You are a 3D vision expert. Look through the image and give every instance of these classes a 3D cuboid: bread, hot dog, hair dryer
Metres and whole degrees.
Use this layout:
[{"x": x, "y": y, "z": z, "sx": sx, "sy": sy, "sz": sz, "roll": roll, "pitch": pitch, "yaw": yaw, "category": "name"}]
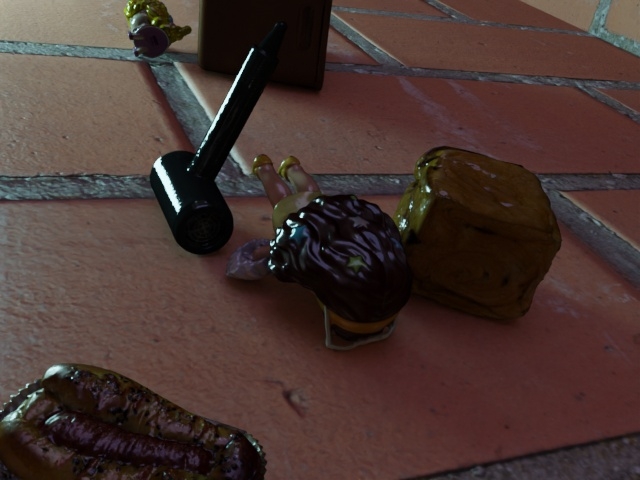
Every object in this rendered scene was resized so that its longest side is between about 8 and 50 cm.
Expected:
[{"x": 0.159, "y": -0.009, "z": 0.742, "sx": 0.158, "sy": 0.149, "sz": 0.143, "roll": 12, "pitch": 34, "yaw": -1, "category": "bread"}, {"x": -0.129, "y": 0.145, "z": 0.472, "sx": 0.191, "sy": 0.059, "sz": 0.108, "roll": 19, "pitch": 36, "yaw": 8, "category": "hot dog"}, {"x": -0.098, "y": -0.114, "z": 0.729, "sx": 0.070, "sy": 0.255, "sz": 0.128, "roll": 16, "pitch": 27, "yaw": -35, "category": "hair dryer"}]

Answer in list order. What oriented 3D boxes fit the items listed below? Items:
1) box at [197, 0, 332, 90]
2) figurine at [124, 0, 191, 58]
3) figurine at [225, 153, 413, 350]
[{"x": -0.103, "y": -0.457, "z": 1.303, "sx": 0.230, "sy": 0.239, "sz": 0.339, "roll": 5, "pitch": 31, "yaw": -8, "category": "box"}, {"x": -0.306, "y": -0.409, "z": 1.284, "sx": 0.115, "sy": 0.094, "sz": 0.156, "roll": -10, "pitch": 40, "yaw": -14, "category": "figurine"}, {"x": 0.001, "y": 0.000, "z": 0.697, "sx": 0.175, "sy": 0.115, "sz": 0.240, "roll": -8, "pitch": 36, "yaw": -31, "category": "figurine"}]
